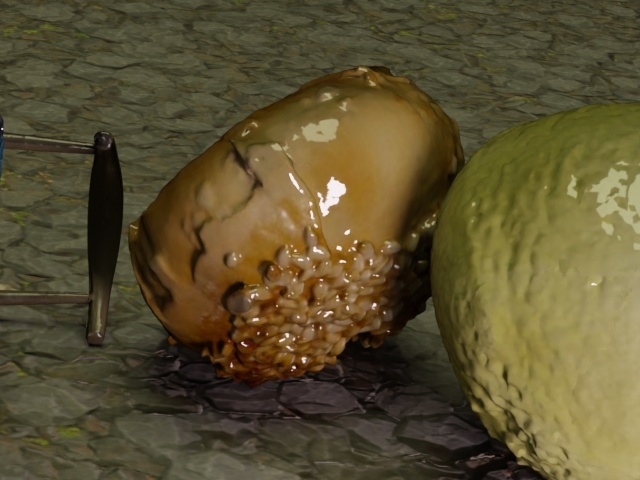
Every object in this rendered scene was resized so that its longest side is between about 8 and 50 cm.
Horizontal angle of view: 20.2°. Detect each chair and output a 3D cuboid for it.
[{"bbox_3d":[-0.285,0.008,1.406,0.272,0.188,0.166,0,24,-11],"label":"chair"}]

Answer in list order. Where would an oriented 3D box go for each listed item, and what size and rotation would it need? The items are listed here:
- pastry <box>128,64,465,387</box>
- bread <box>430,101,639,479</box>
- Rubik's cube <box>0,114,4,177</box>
[{"bbox_3d":[0.000,0.000,1.435,0.184,0.284,0.316,54,14,11],"label":"pastry"},{"bbox_3d":[0.227,0.045,1.354,0.237,0.320,0.320,-4,12,34],"label":"bread"},{"bbox_3d":[-0.355,0.087,1.026,0.304,0.301,0.305,6,23,-2],"label":"Rubik's cube"}]
